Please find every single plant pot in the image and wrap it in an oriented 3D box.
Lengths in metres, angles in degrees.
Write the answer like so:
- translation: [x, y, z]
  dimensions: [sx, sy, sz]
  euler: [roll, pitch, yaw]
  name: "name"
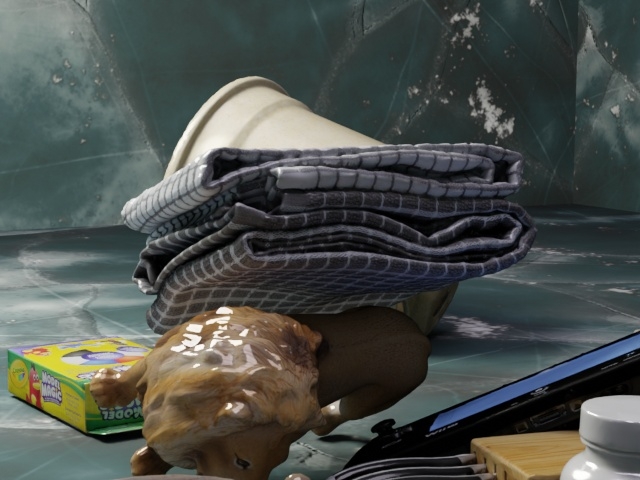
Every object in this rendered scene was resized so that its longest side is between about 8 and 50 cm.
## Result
- translation: [0.011, -0.012, 1.730]
  dimensions: [0.306, 0.333, 0.334]
  euler: [17, 14, 27]
  name: "plant pot"

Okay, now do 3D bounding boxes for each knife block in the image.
- translation: [0.149, 0.176, 0.909]
  dimensions: [0.242, 0.088, 0.276]
  euler: [5, 9, 27]
  name: "knife block"

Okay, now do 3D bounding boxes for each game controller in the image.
- translation: [0.169, 0.116, 1.016]
  dimensions: [0.319, 0.067, 0.166]
  euler: [-24, -12, 9]
  name: "game controller"

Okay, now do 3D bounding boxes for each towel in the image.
- translation: [0.000, 0.000, 1.128]
  dimensions: [0.284, 0.121, 0.235]
  euler: [-2, -9, -27]
  name: "towel"

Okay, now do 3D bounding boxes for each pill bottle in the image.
- translation: [0.172, 0.165, 0.741]
  dimensions: [0.086, 0.152, 0.086]
  euler: [0, 6, 0]
  name: "pill bottle"

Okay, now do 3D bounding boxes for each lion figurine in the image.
- translation: [-0.016, 0.105, 1.082]
  dimensions: [0.240, 0.142, 0.392]
  euler: [-26, -3, 38]
  name: "lion figurine"

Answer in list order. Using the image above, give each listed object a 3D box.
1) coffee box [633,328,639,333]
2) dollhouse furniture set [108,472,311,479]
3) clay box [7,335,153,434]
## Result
- translation: [0.398, 0.145, 1.059]
  dimensions: [0.168, 0.118, 0.297]
  euler: [-2, 7, -25]
  name: "coffee box"
- translation: [-0.045, 0.144, 0.317]
  dimensions: [0.356, 0.173, 0.303]
  euler: [-6, 34, -20]
  name: "dollhouse furniture set"
- translation: [-0.207, 0.140, 1.343]
  dimensions: [0.127, 0.053, 0.222]
  euler: [-5, 8, -34]
  name: "clay box"
